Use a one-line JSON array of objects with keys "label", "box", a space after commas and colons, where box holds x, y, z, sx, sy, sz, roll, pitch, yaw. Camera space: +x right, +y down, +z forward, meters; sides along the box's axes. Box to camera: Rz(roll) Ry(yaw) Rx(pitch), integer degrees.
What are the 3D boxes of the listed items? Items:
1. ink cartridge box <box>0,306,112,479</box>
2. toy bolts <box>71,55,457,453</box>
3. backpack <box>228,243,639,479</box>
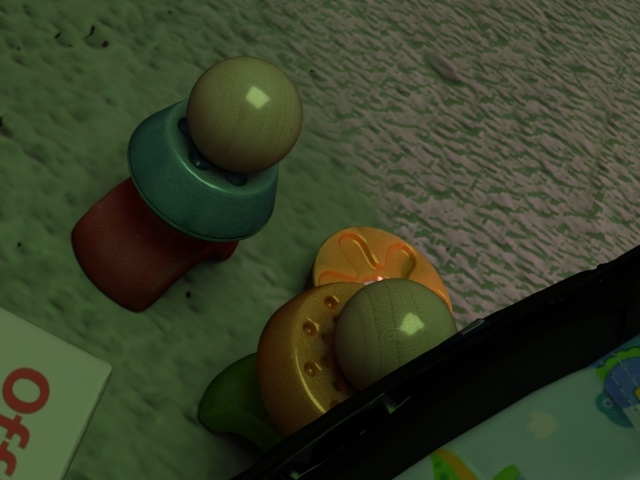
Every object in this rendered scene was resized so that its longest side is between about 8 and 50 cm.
[{"label": "ink cartridge box", "box": [-0.263, 0.085, 0.397, 0.306, 0.131, 0.226, 28, 47, -11]}, {"label": "toy bolts", "box": [0.000, 0.000, 0.610, 0.228, 0.158, 0.218, 45, 46, 3]}, {"label": "backpack", "box": [0.039, 0.168, 0.410, 0.355, 0.290, 0.273, -18, 78, -7]}]
